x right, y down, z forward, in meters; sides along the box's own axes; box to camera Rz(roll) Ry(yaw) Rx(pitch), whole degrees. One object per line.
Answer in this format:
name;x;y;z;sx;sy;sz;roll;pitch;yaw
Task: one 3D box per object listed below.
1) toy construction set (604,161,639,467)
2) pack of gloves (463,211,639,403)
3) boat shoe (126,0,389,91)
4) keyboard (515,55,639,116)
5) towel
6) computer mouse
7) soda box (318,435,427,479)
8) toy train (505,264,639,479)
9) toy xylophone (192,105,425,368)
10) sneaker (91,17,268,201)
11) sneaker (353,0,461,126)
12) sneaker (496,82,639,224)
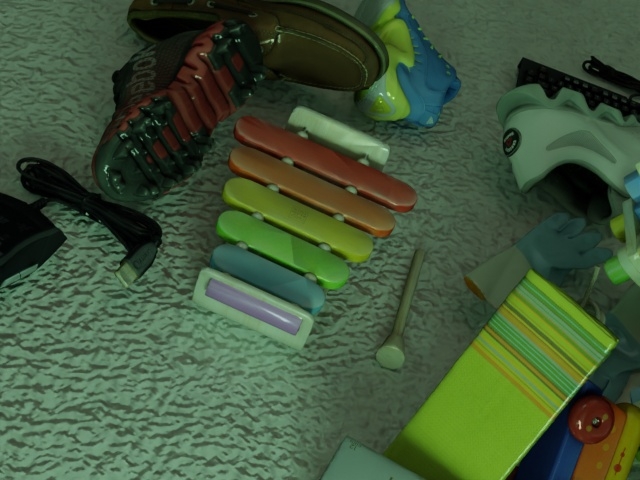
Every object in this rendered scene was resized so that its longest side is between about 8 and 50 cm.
toy construction set;0.374;0.094;1.414;0.215;0.151;0.328;40;46;-34
pack of gloves;0.269;0.077;1.499;0.195;0.046;0.232;50;45;9
boat shoe;-0.076;-0.222;1.607;0.307;0.111;0.104;20;50;21
keyboard;0.405;-0.169;1.835;0.317;0.033;0.201;21;39;-3
towel;0.148;0.144;1.219;0.102;0.237;0.021;44;15;27
computer mouse;-0.263;0.016;1.293;0.184;0.060;0.262;27;28;11
soda box;0.092;0.256;1.175;0.216;0.074;0.069;28;40;6
toy train;0.264;0.162;1.255;0.143;0.248;0.105;21;-1;-18
toy xylophone;0.000;0.000;1.413;0.236;0.081;0.323;19;40;-5
sneaker;-0.168;-0.130;1.456;0.135;0.097;0.276;-3;37;33
sneaker;0.103;-0.219;1.717;0.126;0.091;0.240;23;45;-19
sneaker;0.360;-0.073;1.657;0.330;0.122;0.146;9;59;-18
